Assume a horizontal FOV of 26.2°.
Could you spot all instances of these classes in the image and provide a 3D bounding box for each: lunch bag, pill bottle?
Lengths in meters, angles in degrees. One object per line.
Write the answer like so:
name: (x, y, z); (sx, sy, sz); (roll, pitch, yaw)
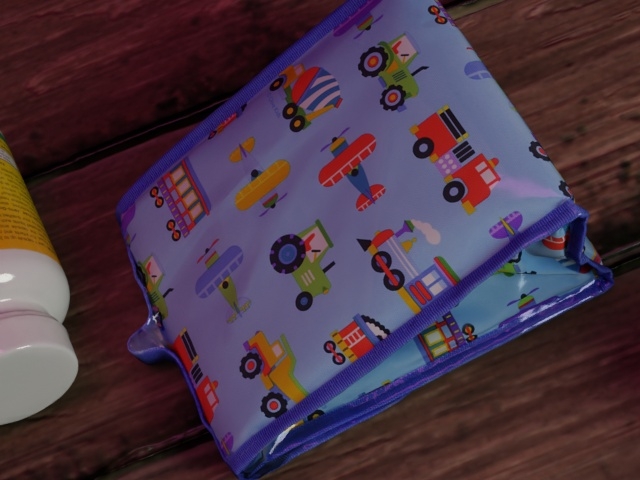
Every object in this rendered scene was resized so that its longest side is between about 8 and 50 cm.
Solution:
lunch bag: (0.000, 0.000, 0.891); (0.293, 0.138, 0.221); (-32, 61, 5)
pill bottle: (-0.239, 0.017, 0.931); (0.118, 0.117, 0.208); (-28, 59, -3)
